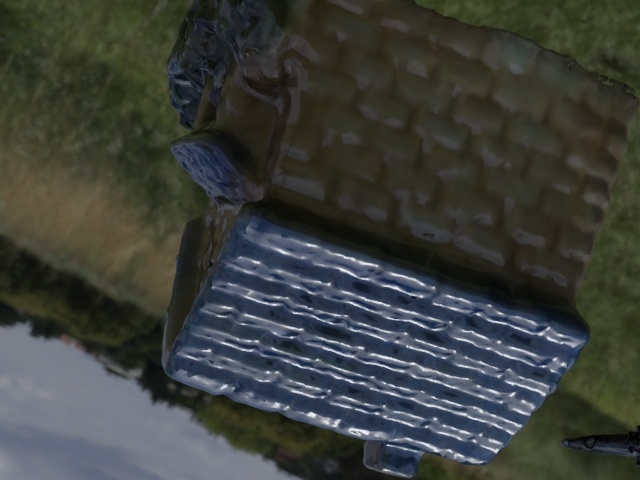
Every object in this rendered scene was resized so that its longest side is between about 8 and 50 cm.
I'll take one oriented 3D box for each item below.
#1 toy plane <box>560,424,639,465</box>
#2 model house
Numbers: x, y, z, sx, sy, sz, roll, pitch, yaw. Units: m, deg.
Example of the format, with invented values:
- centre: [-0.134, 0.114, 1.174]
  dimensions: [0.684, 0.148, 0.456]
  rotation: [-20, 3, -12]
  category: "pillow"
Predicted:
- centre: [0.343, 0.188, 1.105]
  dimensions: [0.246, 0.169, 0.078]
  rotation: [0, 167, 18]
  category: "toy plane"
- centre: [0.000, 0.000, 1.164]
  dimensions: [0.395, 0.399, 0.445]
  rotation: [15, 175, -21]
  category: "model house"
